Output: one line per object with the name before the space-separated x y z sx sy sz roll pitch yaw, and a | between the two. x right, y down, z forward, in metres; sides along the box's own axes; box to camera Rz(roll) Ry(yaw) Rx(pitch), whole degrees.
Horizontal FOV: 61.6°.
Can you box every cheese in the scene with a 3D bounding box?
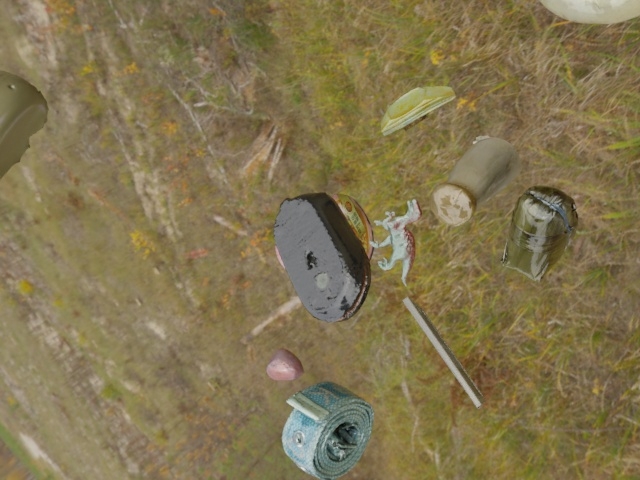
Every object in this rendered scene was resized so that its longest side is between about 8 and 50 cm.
cheese | -0.526 -0.167 0.843 0.091 0.203 0.175 30 163 -9

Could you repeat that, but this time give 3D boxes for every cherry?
cherry | -0.121 0.410 1.774 0.126 0.106 0.087 -5 158 24

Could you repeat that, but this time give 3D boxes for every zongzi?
zongzi | 0.457 -0.064 1.036 0.112 0.242 0.221 34 157 28

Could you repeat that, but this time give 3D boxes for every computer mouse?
computer mouse | 0.006 0.034 1.182 0.183 0.116 0.323 -40 56 22

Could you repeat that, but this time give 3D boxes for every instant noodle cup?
instant noodle cup | 0.000 0.000 1.664 0.255 0.244 0.244 -18 105 38

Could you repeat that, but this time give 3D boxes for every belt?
belt | 0.017 0.293 0.821 0.082 0.163 0.148 19 105 37

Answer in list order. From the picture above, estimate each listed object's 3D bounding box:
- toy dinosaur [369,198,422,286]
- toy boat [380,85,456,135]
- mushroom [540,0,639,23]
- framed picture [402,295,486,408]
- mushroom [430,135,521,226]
toy dinosaur | 0.210 0.019 1.359 0.167 0.053 0.242 -17 115 26
toy boat | 0.203 -0.280 1.148 0.172 0.066 0.065 -27 54 24
mushroom | 0.588 -0.548 1.035 0.314 0.336 0.315 -5 83 44
framed picture | 0.266 0.242 1.154 0.260 0.023 0.189 57 -172 23
mushroom | 0.435 -0.176 1.473 0.137 0.407 0.154 6 119 37
